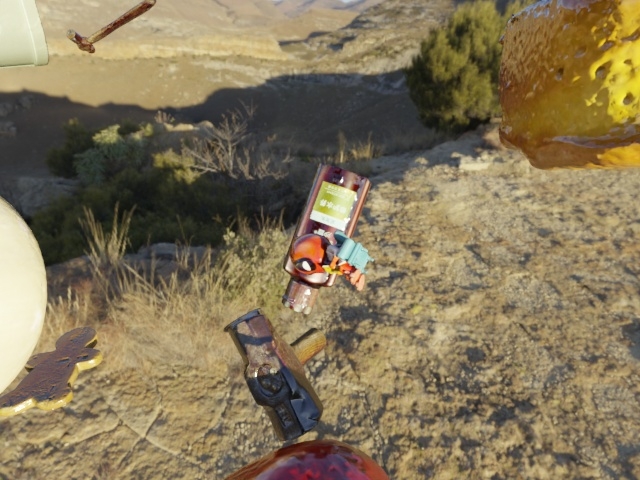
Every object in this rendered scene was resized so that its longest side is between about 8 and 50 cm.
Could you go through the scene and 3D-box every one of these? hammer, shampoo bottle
[{"bbox_3d":[-0.386,-0.408,0.761,0.179,0.021,0.065,-24,-4,9],"label":"hammer"},{"bbox_3d":[-0.050,0.252,0.915,0.095,0.242,0.409,-32,-9,11],"label":"hammer"},{"bbox_3d":[0.000,0.000,0.898,0.129,0.322,0.084,22,1,6],"label":"shampoo bottle"}]

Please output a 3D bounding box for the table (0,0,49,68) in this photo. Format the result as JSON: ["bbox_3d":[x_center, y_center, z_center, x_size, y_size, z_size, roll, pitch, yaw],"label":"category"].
[{"bbox_3d":[-0.357,-0.190,0.309,0.220,0.126,0.126,-24,38,-32],"label":"table"}]

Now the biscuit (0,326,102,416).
[{"bbox_3d":[-0.695,0.341,1.086,0.197,0.049,0.301,-2,27,-5],"label":"biscuit"}]

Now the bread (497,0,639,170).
[{"bbox_3d":[0.317,-0.172,0.362,0.313,0.172,0.312,-19,18,6],"label":"bread"}]

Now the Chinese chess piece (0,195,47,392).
[{"bbox_3d":[-0.508,0.068,0.470,0.339,0.337,0.140,9,-4,6],"label":"Chinese chess piece"}]

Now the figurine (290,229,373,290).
[{"bbox_3d":[0.009,0.023,0.629,0.140,0.075,0.068,15,-15,31],"label":"figurine"}]

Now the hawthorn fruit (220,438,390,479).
[{"bbox_3d":[0.008,0.329,0.403,0.301,0.253,0.254,-13,33,-30],"label":"hawthorn fruit"}]
